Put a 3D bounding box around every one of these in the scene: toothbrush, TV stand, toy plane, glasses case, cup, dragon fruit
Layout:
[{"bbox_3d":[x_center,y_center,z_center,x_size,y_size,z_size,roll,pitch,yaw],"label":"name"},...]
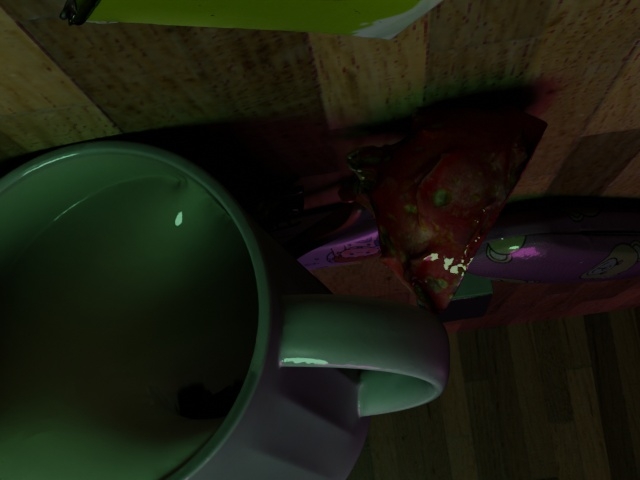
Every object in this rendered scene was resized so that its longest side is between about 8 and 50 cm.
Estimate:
[{"bbox_3d":[0.012,-0.014,0.891,0.031,0.023,0.321,8,155,-29],"label":"toothbrush"},{"bbox_3d":[0.153,0.048,1.302,0.088,0.083,0.269,-7,169,5],"label":"TV stand"},{"bbox_3d":[-0.057,-0.024,0.875,0.120,0.031,0.049,-15,163,26],"label":"toy plane"},{"bbox_3d":[0.277,0.005,1.154,0.316,0.076,0.123,0,168,-37],"label":"glasses case"},{"bbox_3d":[0.000,0.000,1.001,0.178,0.045,0.067,-12,163,23],"label":"glasses case"},{"bbox_3d":[-0.062,0.091,0.779,0.322,0.237,0.327,-2,162,15],"label":"cup"},{"bbox_3d":[0.069,-0.039,0.708,0.111,0.153,0.153,27,171,4],"label":"dragon fruit"}]

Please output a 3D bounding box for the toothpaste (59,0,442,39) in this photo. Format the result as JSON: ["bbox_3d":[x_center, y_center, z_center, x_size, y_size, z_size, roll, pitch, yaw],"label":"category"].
[{"bbox_3d":[0.040,-0.132,0.200,0.110,0.077,0.327,-5,170,-27],"label":"toothpaste"}]
